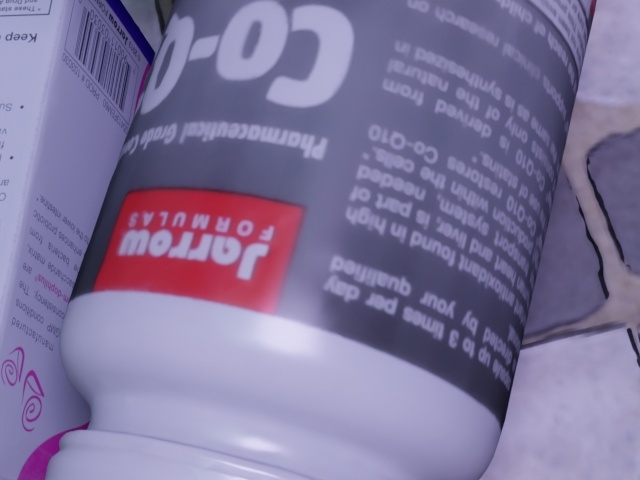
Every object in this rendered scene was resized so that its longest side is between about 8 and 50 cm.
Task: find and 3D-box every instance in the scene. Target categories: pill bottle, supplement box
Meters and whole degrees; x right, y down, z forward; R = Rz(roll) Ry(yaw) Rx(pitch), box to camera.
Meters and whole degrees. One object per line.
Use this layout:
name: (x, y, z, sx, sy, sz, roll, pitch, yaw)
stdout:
pill bottle: (0.000, 0.000, 0.462, 0.161, 0.161, 0.283, 9, 70, 17)
supplement box: (-0.147, -0.001, 0.527, 0.113, 0.111, 0.220, -1, 67, 14)
